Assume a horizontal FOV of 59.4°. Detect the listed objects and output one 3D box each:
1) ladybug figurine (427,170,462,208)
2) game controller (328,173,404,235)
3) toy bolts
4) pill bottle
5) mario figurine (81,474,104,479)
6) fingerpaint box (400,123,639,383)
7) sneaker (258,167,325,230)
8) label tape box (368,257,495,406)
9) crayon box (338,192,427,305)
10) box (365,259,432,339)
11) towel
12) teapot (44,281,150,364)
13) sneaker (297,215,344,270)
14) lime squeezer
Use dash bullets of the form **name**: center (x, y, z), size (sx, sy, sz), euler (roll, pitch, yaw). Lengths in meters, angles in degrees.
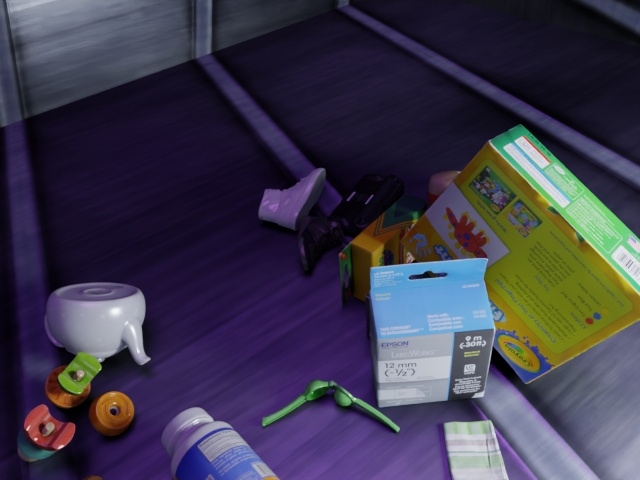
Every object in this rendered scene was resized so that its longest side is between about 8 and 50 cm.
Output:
- **ladybug figurine**: center (0.465, -0.085, 1.594), size (0.449, 0.162, 0.305), euler (3, 23, -41)
- **game controller**: center (0.152, -0.125, 1.861), size (0.166, 0.067, 0.319), euler (5, 39, 34)
- **toy bolts**: center (-0.571, 0.413, 1.276), size (0.218, 0.158, 0.228), euler (43, 36, -7)
- **pill bottle**: center (-0.202, 0.463, 1.121), size (0.152, 0.152, 0.272), euler (-33, 47, -29)
- **mario figurine**: center (-0.397, 0.554, 1.014), size (0.320, 0.170, 0.198), euler (25, 83, 41)
- **fingerpaint box**: center (0.453, 0.037, 1.249), size (0.163, 0.371, 0.445), euler (-29, 72, -40)
- **sneaker**: center (-0.100, -0.162, 1.884), size (0.169, 0.108, 0.293), euler (15, 45, 18)
- **label tape box**: center (0.237, 0.208, 1.220), size (0.248, 0.348, 0.115), euler (-5, 40, 0)
- **crayon box**: center (0.178, 0.038, 1.546), size (0.081, 0.202, 0.318), euler (26, 50, 32)
- **box**: center (0.221, 0.166, 1.425), size (0.207, 0.153, 0.108), euler (-34, 48, -28)
- **towel**: center (0.324, 0.448, 1.180), size (0.113, 0.023, 0.152), euler (-3, 40, 2)
- **teapot**: center (-0.577, 0.219, 1.439), size (0.252, 0.187, 0.256), euler (0, 9, -23)
- **sneaker**: center (0.000, 0.000, 1.696), size (0.130, 0.087, 0.228), euler (-5, 34, 11)
- **lime squeezer**: center (0.025, 0.371, 1.279), size (0.310, 0.059, 0.110), euler (1, 40, 7)
